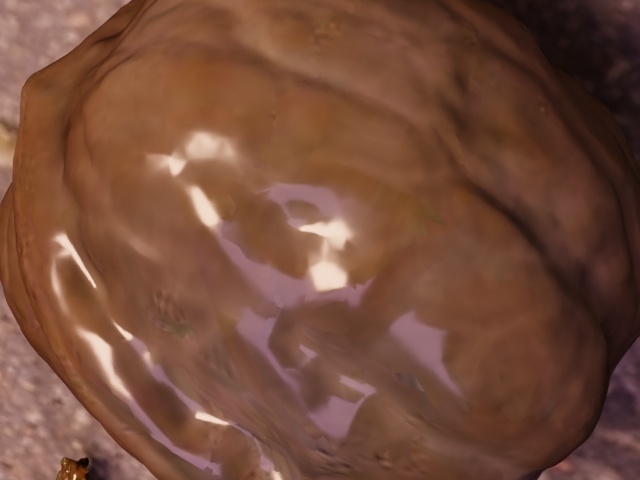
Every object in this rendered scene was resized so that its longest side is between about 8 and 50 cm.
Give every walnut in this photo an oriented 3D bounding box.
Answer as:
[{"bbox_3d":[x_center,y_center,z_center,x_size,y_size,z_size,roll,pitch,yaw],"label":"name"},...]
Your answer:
[{"bbox_3d":[0.000,0.000,0.629,0.224,0.224,0.224,8,125,11],"label":"walnut"}]

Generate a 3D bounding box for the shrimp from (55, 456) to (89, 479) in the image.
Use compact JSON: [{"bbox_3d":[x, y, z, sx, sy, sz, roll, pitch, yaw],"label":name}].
[{"bbox_3d":[-0.143,0.165,0.875,0.091,0.043,0.184,34,127,-3],"label":"shrimp"}]
